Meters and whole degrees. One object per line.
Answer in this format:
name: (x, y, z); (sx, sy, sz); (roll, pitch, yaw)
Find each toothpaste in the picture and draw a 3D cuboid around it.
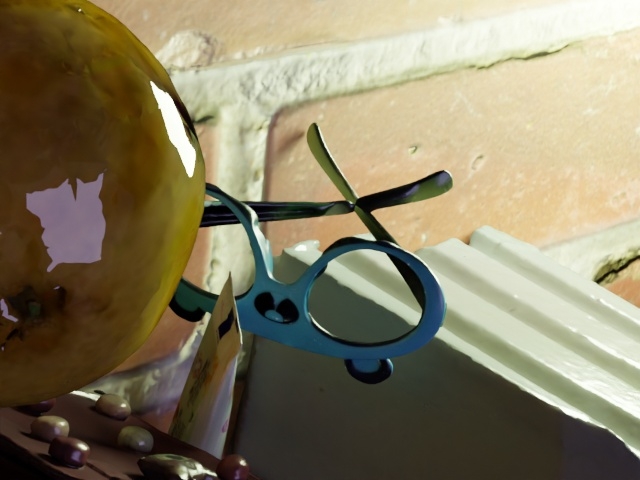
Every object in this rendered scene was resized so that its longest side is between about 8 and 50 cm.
toothpaste: (-0.100, 0.165, 1.411); (0.056, 0.058, 0.314); (-32, 149, -45)

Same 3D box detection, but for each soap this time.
soap: (0.189, 0.171, 1.506); (0.350, 0.435, 0.213); (-2, 115, -52)

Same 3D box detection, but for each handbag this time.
handbag: (-0.159, 0.156, 1.280); (0.203, 0.216, 0.074); (13, 94, -50)

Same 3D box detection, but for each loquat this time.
loquat: (-0.201, -0.028, 1.133); (0.263, 0.263, 0.263); (-24, 126, -39)

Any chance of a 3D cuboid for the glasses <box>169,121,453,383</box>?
glasses: (-0.001, -0.022, 1.390); (0.102, 0.239, 0.207); (86, 24, -55)
